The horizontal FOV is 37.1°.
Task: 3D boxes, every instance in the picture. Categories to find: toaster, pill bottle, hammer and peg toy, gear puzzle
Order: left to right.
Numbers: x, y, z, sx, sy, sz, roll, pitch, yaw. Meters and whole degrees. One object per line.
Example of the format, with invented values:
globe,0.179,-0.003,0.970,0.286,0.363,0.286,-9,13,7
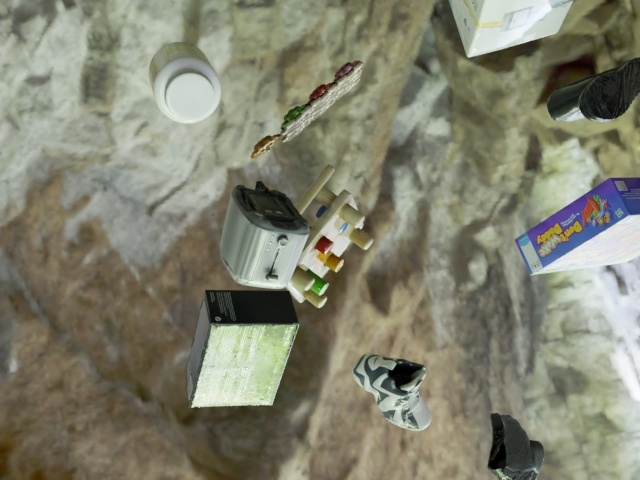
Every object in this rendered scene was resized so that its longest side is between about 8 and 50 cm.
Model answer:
pill bottle,-0.240,-0.277,1.687,0.215,0.117,0.117,-121,9,-65
toaster,-0.115,-0.008,1.800,0.227,0.129,0.147,50,127,56
gear puzzle,-0.039,-0.307,2.256,0.044,0.339,0.175,49,176,3
hammer and peg toy,0.000,0.000,2.180,0.127,0.266,0.361,37,172,17

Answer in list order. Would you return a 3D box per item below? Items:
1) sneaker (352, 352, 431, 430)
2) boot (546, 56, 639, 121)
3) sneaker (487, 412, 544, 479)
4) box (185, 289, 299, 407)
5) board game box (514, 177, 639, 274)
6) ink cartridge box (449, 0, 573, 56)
sneaker,0.193,0.334,2.086,0.094,0.153,0.235,-47,-72,-29
boot,0.571,-0.298,2.053,0.246,0.207,0.094,-36,-81,-36
sneaker,0.276,0.342,1.391,0.089,0.051,0.170,15,-98,-28
box,-0.167,0.226,1.969,0.103,0.184,0.261,-106,26,-46
board game box,0.570,-0.031,1.817,0.347,0.233,0.078,-4,-114,-42
ink cartridge box,0.356,-0.508,1.800,0.270,0.197,0.198,80,174,-78
